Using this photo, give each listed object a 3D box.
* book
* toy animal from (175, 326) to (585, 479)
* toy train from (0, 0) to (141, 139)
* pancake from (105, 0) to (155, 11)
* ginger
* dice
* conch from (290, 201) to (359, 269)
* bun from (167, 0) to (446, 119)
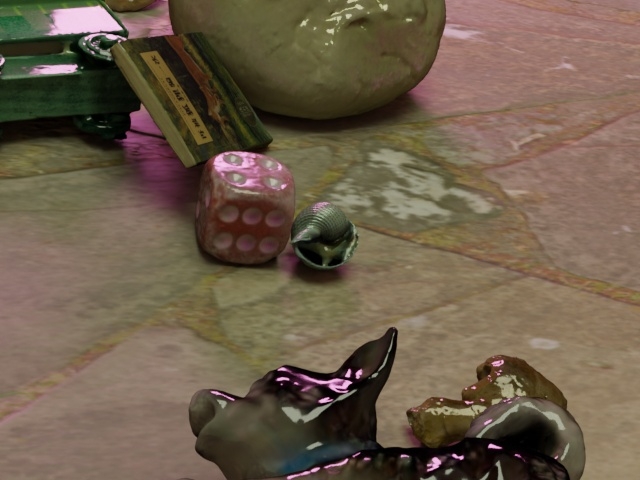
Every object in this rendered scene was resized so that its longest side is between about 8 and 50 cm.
[{"bbox_3d":[-0.142,-0.161,1.666,0.160,0.024,0.228,56,21,3],"label":"book"},{"bbox_3d":[0.053,0.196,1.212,0.344,0.194,0.302,22,40,5],"label":"toy animal"},{"bbox_3d":[-0.343,-0.198,1.679,0.301,0.120,0.202,-10,38,-31],"label":"toy train"},{"bbox_3d":[-0.275,-0.373,1.997,0.158,0.028,0.158,8,58,-13],"label":"pancake"},{"bbox_3d":[0.161,0.152,1.416,0.165,0.067,0.096,2,57,-19],"label":"ginger"},{"bbox_3d":[-0.081,-0.035,1.568,0.093,0.094,0.091,5,32,-14],"label":"dice"},{"bbox_3d":[0.000,0.001,1.583,0.076,0.056,0.085,45,60,8],"label":"conch"},{"bbox_3d":[-0.013,-0.313,1.889,0.361,0.213,0.361,12,35,-8],"label":"bun"}]
